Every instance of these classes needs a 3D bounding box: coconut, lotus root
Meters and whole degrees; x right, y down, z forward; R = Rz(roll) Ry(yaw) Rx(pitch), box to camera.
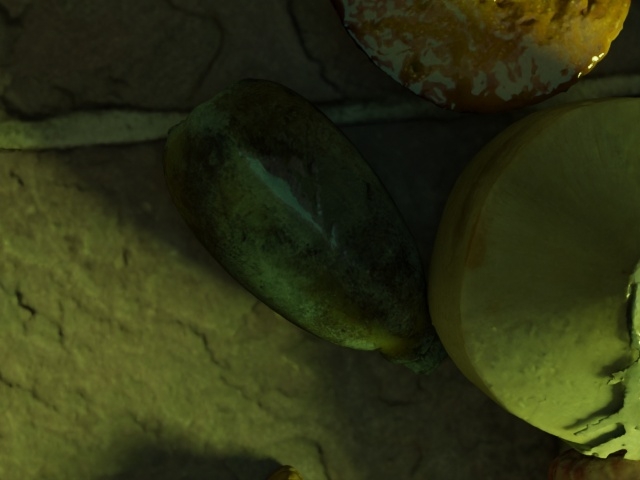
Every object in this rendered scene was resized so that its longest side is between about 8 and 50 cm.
[{"bbox_3d":[0.246,0.027,1.440,0.323,0.323,0.322,0,91,-4],"label":"coconut"},{"bbox_3d":[0.000,0.000,1.512,0.158,0.140,0.322,-43,96,-3],"label":"lotus root"}]

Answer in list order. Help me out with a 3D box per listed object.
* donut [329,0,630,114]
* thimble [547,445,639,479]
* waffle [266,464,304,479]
[{"bbox_3d":[0.132,-0.258,1.534,0.303,0.110,0.302,0,89,-5],"label":"donut"},{"bbox_3d":[0.321,0.236,1.497,0.239,0.239,0.162,-17,91,-4],"label":"thimble"},{"bbox_3d":[-0.071,0.380,1.536,0.308,0.091,0.213,-42,94,-2],"label":"waffle"}]
